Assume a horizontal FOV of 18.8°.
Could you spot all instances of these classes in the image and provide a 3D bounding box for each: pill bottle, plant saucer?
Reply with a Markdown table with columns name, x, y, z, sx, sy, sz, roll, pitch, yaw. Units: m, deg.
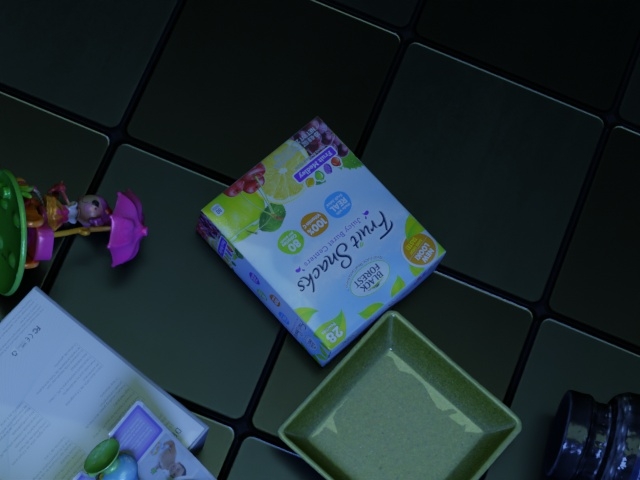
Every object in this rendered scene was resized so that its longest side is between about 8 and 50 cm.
| name | x | y | z | sx | sy | sz | roll | pitch | yaw |
| --- | --- | --- | --- | --- | --- | --- | --- | --- | --- |
| pill bottle | 0.350 | 0.227 | 1.998 | 0.219 | 0.123 | 0.123 | 15 | 69 | -2 |
| plant saucer | 0.081 | 0.201 | 2.013 | 0.188 | 0.045 | 0.188 | 41 | 71 | 8 |

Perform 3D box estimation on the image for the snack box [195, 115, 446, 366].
| name | x | y | z | sx | sy | sz | roll | pitch | yaw |
| --- | --- | --- | --- | --- | --- | --- | --- | --- | --- |
| snack box | 0.000 | 0.000 | 2.063 | 0.174 | 0.070 | 0.207 | -41 | 82 | -19 |

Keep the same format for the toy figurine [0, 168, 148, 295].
| name | x | y | z | sx | sy | sz | roll | pitch | yaw |
| --- | --- | --- | --- | --- | --- | --- | --- | --- | --- |
| toy figurine | -0.264 | -0.019 | 2.023 | 0.159 | 0.130 | 0.173 | -2 | 24 | -27 |

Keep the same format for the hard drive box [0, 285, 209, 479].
| name | x | y | z | sx | sy | sz | roll | pitch | yaw |
| --- | --- | --- | --- | --- | --- | --- | --- | --- | --- |
| hard drive box | -0.259 | 0.192 | 1.947 | 0.232 | 0.089 | 0.181 | 39 | 70 | 7 |

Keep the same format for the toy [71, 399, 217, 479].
| name | x | y | z | sx | sy | sz | roll | pitch | yaw |
| --- | --- | --- | --- | --- | --- | --- | --- | --- | --- |
| toy | -0.139 | 0.283 | 1.881 | 0.137 | 0.056 | 0.237 | -51 | 118 | -18 |
